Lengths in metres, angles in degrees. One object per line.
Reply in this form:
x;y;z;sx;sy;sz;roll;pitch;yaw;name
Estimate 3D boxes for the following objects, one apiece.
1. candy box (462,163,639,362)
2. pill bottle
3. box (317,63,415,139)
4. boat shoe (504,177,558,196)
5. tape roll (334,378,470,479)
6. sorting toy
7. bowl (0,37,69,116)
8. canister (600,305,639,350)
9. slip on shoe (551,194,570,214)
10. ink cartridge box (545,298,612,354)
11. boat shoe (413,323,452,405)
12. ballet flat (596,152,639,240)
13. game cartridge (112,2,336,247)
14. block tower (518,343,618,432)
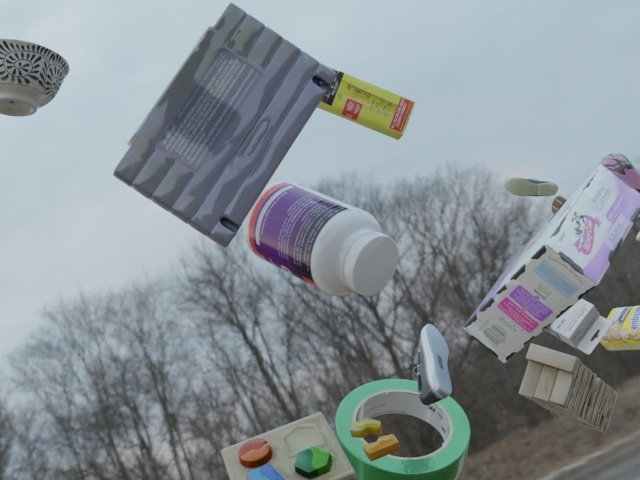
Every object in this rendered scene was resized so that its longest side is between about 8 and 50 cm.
0.269;0.030;0.932;0.165;0.070;0.196;-45;-10;-36;candy box
0.000;0.000;1.637;0.181;0.182;0.323;-11;26;-40;pill bottle
0.085;-0.306;1.777;0.232;0.087;0.058;23;-6;-3;box
0.551;-0.140;2.101;0.136;0.049;0.043;6;15;15;boat shoe
0.194;0.463;1.919;0.321;0.321;0.077;-15;-56;-27;tape roll
-0.022;0.390;1.495;0.307;0.041;0.229;-19;23;-12;sorting toy
-0.495;-0.251;1.296;0.170;0.080;0.170;-1;-14;0;bowl
0.797;0.219;2.018;0.126;0.073;0.170;-54;13;-22;canister
0.421;-0.028;1.286;0.041;0.135;0.052;8;-64;-23;slip on shoe
0.596;0.184;1.937;0.104;0.180;0.060;-52;-45;-6;ink cartridge box
0.243;0.280;1.797;0.080;0.229;0.076;38;-64;-24;boat shoe
0.542;-0.049;1.344;0.079;0.221;0.077;-44;-1;-14;ballet flat
-0.158;-0.196;1.342;0.355;0.230;0.068;-58;2;-12;game cartridge
0.479;0.291;1.538;0.090;0.097;0.335;13;-14;36;block tower
